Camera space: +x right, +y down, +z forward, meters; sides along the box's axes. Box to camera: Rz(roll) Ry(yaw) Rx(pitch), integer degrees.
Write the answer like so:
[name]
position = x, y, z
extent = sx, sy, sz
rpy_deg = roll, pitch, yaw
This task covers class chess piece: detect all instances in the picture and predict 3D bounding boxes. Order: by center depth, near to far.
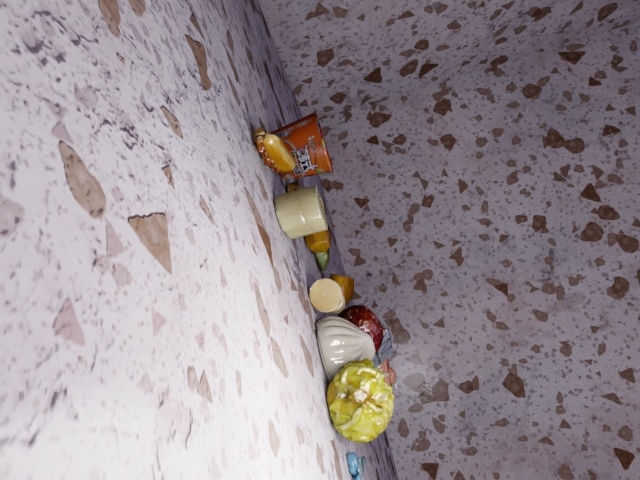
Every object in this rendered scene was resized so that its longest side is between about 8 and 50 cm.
[chess piece]
position = 0.038, 0.225, 1.703
extent = 0.397, 0.117, 0.117
rpy_deg = 62, 13, -76

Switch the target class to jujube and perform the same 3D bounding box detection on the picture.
[jujube]
position = 0.140, 0.365, 1.780
extent = 0.232, 0.212, 0.213
rpy_deg = -155, -131, -87

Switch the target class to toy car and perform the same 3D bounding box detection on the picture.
[toy car]
position = 0.242, 0.607, 2.102
extent = 0.181, 0.212, 0.271
rpy_deg = 65, 11, -59

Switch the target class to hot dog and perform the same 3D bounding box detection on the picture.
[hot dog]
position = -0.141, -0.260, 1.365
extent = 0.076, 0.102, 0.249
rpy_deg = -64, 166, -5

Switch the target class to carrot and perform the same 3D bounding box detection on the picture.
[carrot]
position = -0.025, -0.081, 1.886
extent = 0.114, 0.113, 0.302
rpy_deg = 68, 6, -48

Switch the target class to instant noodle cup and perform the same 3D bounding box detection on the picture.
[instant noodle cup]
position = -0.074, -0.355, 1.732
extent = 0.250, 0.191, 0.251
rpy_deg = -15, 90, -85

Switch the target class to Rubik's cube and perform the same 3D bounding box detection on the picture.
[Rubik's cube]
position = 0.201, 0.468, 1.959
extent = 0.229, 0.228, 0.234
rpy_deg = -89, 163, -77

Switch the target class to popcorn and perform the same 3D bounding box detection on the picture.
[popcorn]
position = 0.114, 0.463, 1.306
extent = 0.216, 0.180, 0.235
rpy_deg = 30, 65, -52

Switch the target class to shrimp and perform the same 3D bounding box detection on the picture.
[shrimp]
position = -0.100, -0.185, 1.752
extent = 0.217, 0.051, 0.115
rpy_deg = -94, 165, -55

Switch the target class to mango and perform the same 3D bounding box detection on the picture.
[mango]
position = 0.087, 0.229, 2.075
extent = 0.252, 0.125, 0.154
rpy_deg = -38, 133, -75

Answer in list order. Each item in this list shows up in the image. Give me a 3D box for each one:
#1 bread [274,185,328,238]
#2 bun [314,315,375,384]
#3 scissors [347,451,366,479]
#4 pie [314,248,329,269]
[bread]
position = -0.059, -0.083, 1.389
extent = 0.148, 0.141, 0.134
rpy_deg = 66, 14, -50
[bun]
position = 0.096, 0.370, 1.514
extent = 0.263, 0.174, 0.264
rpy_deg = -14, 90, -86
[scissors]
position = 0.125, 0.745, 1.466
extent = 0.256, 0.030, 0.125
rpy_deg = 52, 24, -71
[pie]
position = 0.000, 0.000, 2.090
extent = 0.277, 0.078, 0.278
rpy_deg = -17, 90, -83
